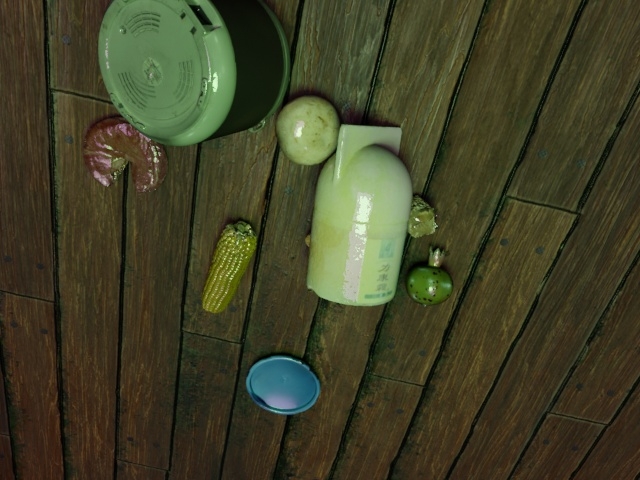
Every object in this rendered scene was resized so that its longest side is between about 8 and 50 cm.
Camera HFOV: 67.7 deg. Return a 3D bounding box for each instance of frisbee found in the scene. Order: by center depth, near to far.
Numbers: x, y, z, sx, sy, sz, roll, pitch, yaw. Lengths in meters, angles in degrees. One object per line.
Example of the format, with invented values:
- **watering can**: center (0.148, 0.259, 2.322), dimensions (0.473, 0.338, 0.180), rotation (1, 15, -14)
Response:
- **frisbee**: center (-0.119, 0.462, 1.542), dimensions (0.241, 0.045, 0.242), rotation (2, 115, 5)

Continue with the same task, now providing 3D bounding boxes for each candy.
- **candy**: center (0.247, -0.061, 1.223), dimensions (0.085, 0.110, 0.095), rotation (-11, 126, -9)

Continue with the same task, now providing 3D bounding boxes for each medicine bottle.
- **medicine bottle**: center (0.099, -0.071, 1.155), dimensions (0.235, 0.236, 0.407), rotation (8, 107, 1)

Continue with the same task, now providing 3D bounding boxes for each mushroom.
- **mushroom**: center (-0.028, -0.265, 1.146), dimensions (0.166, 0.127, 0.166), rotation (-9, 119, -16)

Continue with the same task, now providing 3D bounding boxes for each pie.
- **pie**: center (-0.512, -0.220, 1.247), dimensions (0.218, 0.054, 0.205), rotation (-1, 116, 5)

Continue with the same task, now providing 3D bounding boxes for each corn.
- **corn**: center (-0.261, 0.082, 1.343), dimensions (0.106, 0.106, 0.305), rotation (22, 120, -5)

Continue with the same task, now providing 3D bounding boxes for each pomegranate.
- **pomegranate**: center (0.295, 0.100, 1.301), dimensions (0.129, 0.160, 0.129), rotation (5, 160, 2)

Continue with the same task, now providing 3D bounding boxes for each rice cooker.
- **rice cooker**: center (-0.248, -0.378, 1.001), dimensions (0.334, 0.325, 0.336), rotation (10, 115, 22)

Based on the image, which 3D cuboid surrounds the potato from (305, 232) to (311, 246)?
- **potato**: center (0.000, 0.000, 1.302), dimensions (0.083, 0.068, 0.062), rotation (32, 75, -25)
